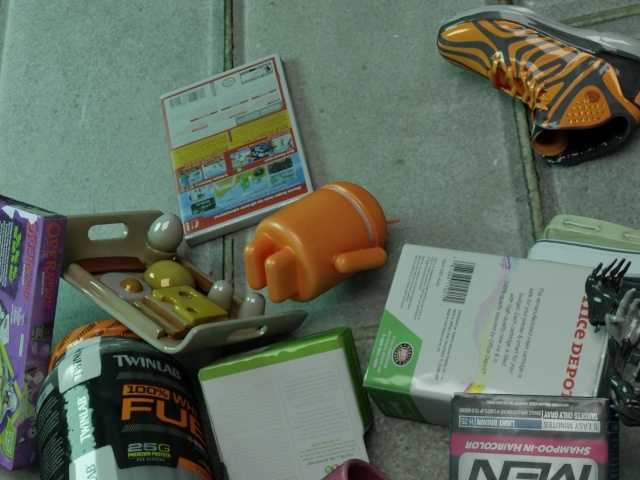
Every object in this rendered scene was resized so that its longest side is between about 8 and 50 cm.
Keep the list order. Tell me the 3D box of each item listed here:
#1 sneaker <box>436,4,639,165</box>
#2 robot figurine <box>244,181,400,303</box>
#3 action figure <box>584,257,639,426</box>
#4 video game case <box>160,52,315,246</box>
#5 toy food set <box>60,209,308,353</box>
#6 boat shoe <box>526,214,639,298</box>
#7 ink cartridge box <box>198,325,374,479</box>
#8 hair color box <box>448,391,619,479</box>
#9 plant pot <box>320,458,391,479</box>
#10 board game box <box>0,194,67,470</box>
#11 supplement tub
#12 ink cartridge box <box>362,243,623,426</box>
[{"bbox_3d":[0.290,-0.212,1.681,0.321,0.124,0.180,14,65,26],"label":"sneaker"},{"bbox_3d":[0.001,0.001,1.633,0.219,0.158,0.128,-31,95,-32],"label":"robot figurine"},{"bbox_3d":[0.368,0.112,1.286,0.164,0.140,0.275,5,33,-10],"label":"action figure"},{"bbox_3d":[-0.129,-0.142,1.847,0.204,0.025,0.285,-19,56,8],"label":"video game case"},{"bbox_3d":[-0.194,0.044,1.636,0.306,0.220,0.092,31,112,32],"label":"toy food set"},{"bbox_3d":[0.404,0.026,1.511,0.302,0.109,0.094,12,63,28],"label":"boat shoe"},{"bbox_3d":[-0.026,0.257,1.541,0.189,0.097,0.255,-14,91,11],"label":"ink cartridge box"},{"bbox_3d":[0.230,0.340,1.315,0.174,0.105,0.347,-1,82,20],"label":"hair color box"},{"bbox_3d":[0.027,0.381,1.391,0.180,0.201,0.201,-42,54,12],"label":"plant pot"},{"bbox_3d":[-0.444,0.114,1.663,0.208,0.056,0.346,18,102,42],"label":"board game box"},{"bbox_3d":[-0.243,0.270,1.511,0.207,0.207,0.338,-25,44,4],"label":"supplement tub"},{"bbox_3d":[0.219,0.130,1.504,0.278,0.117,0.201,8,64,23],"label":"ink cartridge box"}]
